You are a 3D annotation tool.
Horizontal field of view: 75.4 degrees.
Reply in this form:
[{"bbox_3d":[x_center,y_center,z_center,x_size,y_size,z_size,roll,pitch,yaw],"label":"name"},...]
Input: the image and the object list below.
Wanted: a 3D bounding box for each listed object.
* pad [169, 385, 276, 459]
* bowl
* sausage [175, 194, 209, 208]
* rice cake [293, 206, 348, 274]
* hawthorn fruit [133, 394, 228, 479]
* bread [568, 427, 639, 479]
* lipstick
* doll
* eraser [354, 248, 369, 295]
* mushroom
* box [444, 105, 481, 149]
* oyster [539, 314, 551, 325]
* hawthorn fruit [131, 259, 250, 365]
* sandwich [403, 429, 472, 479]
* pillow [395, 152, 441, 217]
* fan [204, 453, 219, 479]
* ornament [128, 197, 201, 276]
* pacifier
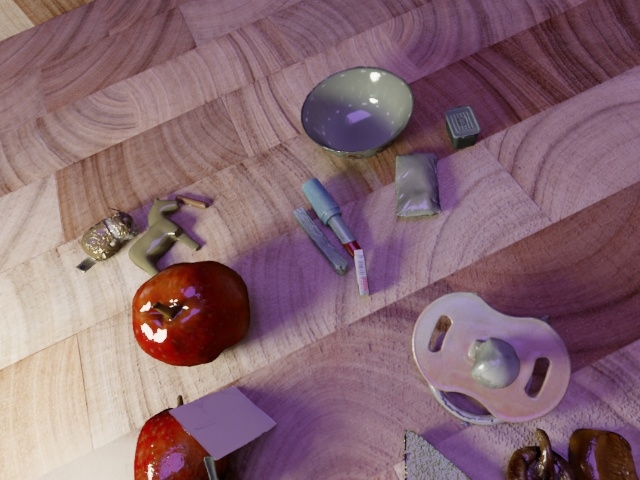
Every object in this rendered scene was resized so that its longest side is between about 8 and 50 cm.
[{"bbox_3d":[-0.210,0.397,0.925,0.156,0.232,0.004,31,98,24],"label":"pad"},{"bbox_3d":[0.117,-0.359,1.282,0.337,0.157,0.337,-5,62,9],"label":"bowl"},{"bbox_3d":[-0.413,-0.124,1.336,0.116,0.026,0.026,15,67,17],"label":"sausage"},{"bbox_3d":[0.000,0.000,1.182,0.042,0.045,0.245,-34,62,-10],"label":"rice cake"},{"bbox_3d":[-0.301,0.462,0.915,0.215,0.215,0.249,-14,48,3],"label":"hawthorn fruit"},{"bbox_3d":[0.580,0.454,0.843,0.126,0.044,0.129,2,60,10],"label":"bread"},{"bbox_3d":[0.037,-0.062,1.196,0.061,0.068,0.274,-19,65,-32],"label":"lipstick"},{"bbox_3d":[-0.664,0.003,1.276,0.115,0.105,0.221,42,83,-17],"label":"doll"},{"bbox_3d":[0.109,0.087,1.095,0.029,0.052,0.122,-7,80,5],"label":"eraser"},{"bbox_3d":[0.448,0.472,0.839,0.135,0.080,0.170,13,65,3],"label":"mushroom"},{"bbox_3d":[0.430,-0.342,1.264,0.084,0.069,0.122,-11,61,7],"label":"box"},{"bbox_3d":[0.525,0.221,0.960,0.038,0.081,0.083,29,105,-1],"label":"oyster"},{"bbox_3d":[-0.322,0.169,0.996,0.287,0.330,0.287,-1,78,4],"label":"hawthorn fruit"},{"bbox_3d":[0.277,0.535,0.853,0.212,0.063,0.245,3,64,8],"label":"sandwich"},{"bbox_3d":[0.283,-0.166,1.212,0.128,0.051,0.229,1,62,8],"label":"pillow"},{"bbox_3d":[-0.187,0.581,0.834,0.229,0.011,0.335,-12,100,-17],"label":"fan"},{"bbox_3d":[-0.486,-0.014,1.273,0.245,0.061,0.230,34,72,20],"label":"ornament"},{"bbox_3d":[0.361,0.250,0.896,0.332,0.273,0.220,22,53,20],"label":"pacifier"}]
